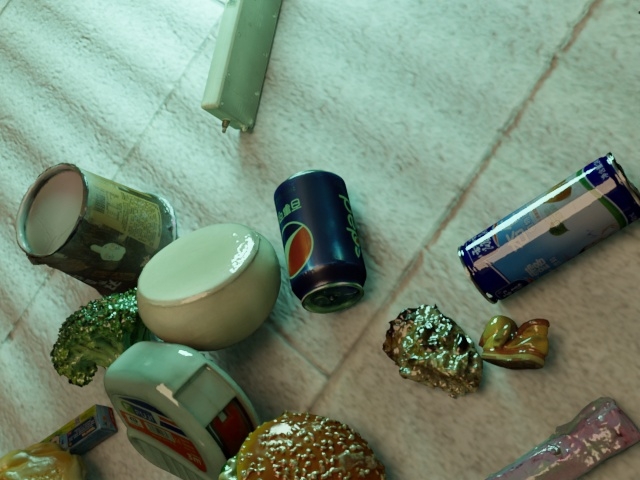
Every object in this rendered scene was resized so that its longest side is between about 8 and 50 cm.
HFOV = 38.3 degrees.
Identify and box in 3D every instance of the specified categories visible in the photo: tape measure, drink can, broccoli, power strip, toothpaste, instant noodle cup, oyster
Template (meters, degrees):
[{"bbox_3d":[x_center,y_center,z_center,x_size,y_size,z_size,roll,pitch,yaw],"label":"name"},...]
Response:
[{"bbox_3d":[-0.188,0.259,1.361,0.243,0.246,0.125,11,41,38],"label":"tape measure"},{"bbox_3d":[0.302,-0.014,1.205,0.235,0.097,0.097,-33,57,19],"label":"drink can"},{"bbox_3d":[-0.335,0.184,1.534,0.220,0.194,0.194,-24,58,-2],"label":"broccoli"},{"bbox_3d":[-0.132,-0.360,1.621,0.043,0.106,0.367,1,73,36],"label":"power strip"},{"bbox_3d":[0.000,0.000,1.390,0.118,0.118,0.205,-27,60,23],"label":"drink can"},{"bbox_3d":[-0.442,0.344,1.599,0.193,0.044,0.070,-35,57,18],"label":"toothpaste"},{"bbox_3d":[-0.395,-0.019,1.607,0.217,0.207,0.217,-13,64,29],"label":"instant noodle cup"},{"bbox_3d":[0.155,0.156,1.269,0.105,0.056,0.177,-44,49,3],"label":"oyster"}]

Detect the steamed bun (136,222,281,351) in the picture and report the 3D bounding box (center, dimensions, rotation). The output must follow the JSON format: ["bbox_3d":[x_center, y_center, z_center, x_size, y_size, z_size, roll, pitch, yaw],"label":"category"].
[{"bbox_3d":[-0.165,0.085,1.438,0.232,0.145,0.232,-18,31,11],"label":"steamed bun"}]

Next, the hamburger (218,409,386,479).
[{"bbox_3d":[-0.021,0.340,1.227,0.237,0.147,0.237,-1,56,2],"label":"hamburger"}]

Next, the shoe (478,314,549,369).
[{"bbox_3d":[0.257,0.133,1.196,0.109,0.072,0.069,152,139,-75],"label":"shoe"}]

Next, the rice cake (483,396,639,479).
[{"bbox_3d":[0.257,0.286,1.148,0.290,0.051,0.081,-34,57,19],"label":"rice cake"}]

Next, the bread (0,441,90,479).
[{"bbox_3d":[-0.422,0.470,1.465,0.311,0.173,0.121,60,143,32],"label":"bread"}]

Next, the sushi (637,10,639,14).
[{"bbox_3d":[0.496,-0.234,1.141,0.127,0.124,0.225,-36,62,18],"label":"sushi"}]
